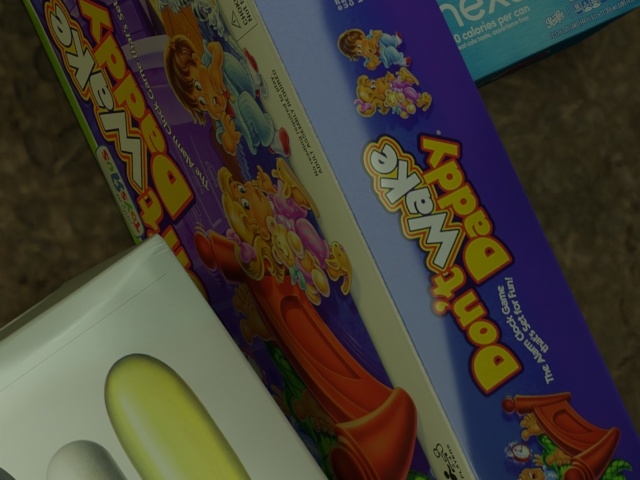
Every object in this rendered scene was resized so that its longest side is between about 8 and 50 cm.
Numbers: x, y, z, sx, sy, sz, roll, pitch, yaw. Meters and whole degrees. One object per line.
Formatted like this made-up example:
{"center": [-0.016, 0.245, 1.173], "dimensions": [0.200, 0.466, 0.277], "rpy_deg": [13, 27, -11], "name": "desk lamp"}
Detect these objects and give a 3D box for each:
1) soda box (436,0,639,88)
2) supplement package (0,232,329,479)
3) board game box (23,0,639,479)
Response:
{"center": [0.058, -0.105, 0.973], "dimensions": [0.210, 0.071, 0.067], "rpy_deg": [-25, 89, -25], "name": "soda box"}
{"center": [-0.107, 0.140, 0.811], "dimensions": [0.194, 0.149, 0.203], "rpy_deg": [-36, 95, -24], "name": "supplement package"}
{"center": [0.000, 0.000, 0.838], "dimensions": [0.078, 0.233, 0.347], "rpy_deg": [-25, 89, -25], "name": "board game box"}
